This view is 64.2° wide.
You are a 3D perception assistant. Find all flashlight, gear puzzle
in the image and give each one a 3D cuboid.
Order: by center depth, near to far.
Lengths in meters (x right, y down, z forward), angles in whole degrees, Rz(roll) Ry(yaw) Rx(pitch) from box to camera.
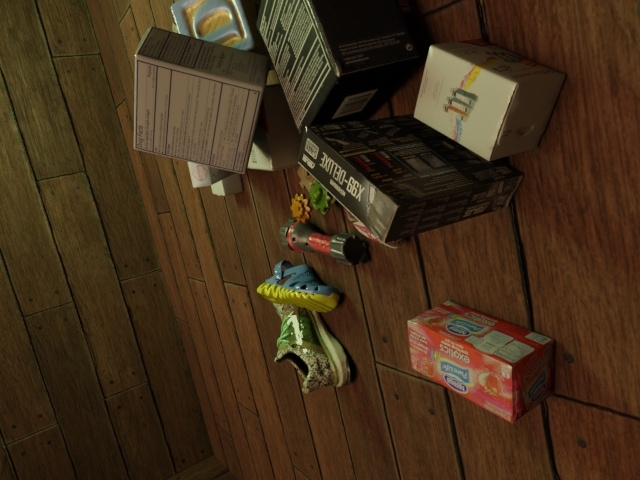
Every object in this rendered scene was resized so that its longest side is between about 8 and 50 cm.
[{"bbox_3d":[-0.011,-0.170,1.331,0.175,0.044,0.339,59,138,21],"label":"gear puzzle"},{"bbox_3d":[0.000,0.000,1.401,0.304,0.103,0.103,13,114,57],"label":"flashlight"}]

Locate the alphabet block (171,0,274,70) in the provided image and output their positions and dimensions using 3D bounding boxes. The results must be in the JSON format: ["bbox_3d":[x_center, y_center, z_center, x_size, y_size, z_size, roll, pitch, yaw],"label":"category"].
[{"bbox_3d":[-0.233,-0.533,1.328,0.192,0.197,0.193,-16,91,19],"label":"alphabet block"}]

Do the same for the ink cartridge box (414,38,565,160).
[{"bbox_3d":[0.265,-0.230,0.819,0.176,0.128,0.127,44,140,37],"label":"ink cartridge box"}]

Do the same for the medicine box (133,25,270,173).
[{"bbox_3d":[-0.292,-0.332,1.240,0.263,0.289,0.149,113,165,-45],"label":"medicine box"}]

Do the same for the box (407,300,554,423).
[{"bbox_3d":[0.306,0.225,0.998,0.257,0.128,0.123,18,121,53],"label":"box"}]

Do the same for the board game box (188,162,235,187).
[{"bbox_3d":[-0.344,-0.353,1.610,0.319,0.065,0.318,-60,-37,-70],"label":"board game box"}]

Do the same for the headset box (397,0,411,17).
[{"bbox_3d":[0.139,-0.461,0.994,0.062,0.032,0.083,-16,93,60],"label":"headset box"}]

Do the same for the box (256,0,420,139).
[{"bbox_3d":[0.019,-0.410,1.030,0.294,0.182,0.296,68,161,4],"label":"box"}]

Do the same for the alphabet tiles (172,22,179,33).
[{"bbox_3d":[-0.516,-0.694,1.955,0.237,0.009,0.198,47,141,35],"label":"alphabet tiles"}]

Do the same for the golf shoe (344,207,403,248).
[{"bbox_3d":[0.134,-0.034,1.215,0.186,0.067,0.086,43,166,38],"label":"golf shoe"}]

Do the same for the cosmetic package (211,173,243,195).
[{"bbox_3d":[-0.357,-0.284,1.845,0.117,0.085,0.231,16,121,55],"label":"cosmetic package"}]

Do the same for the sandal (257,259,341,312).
[{"bbox_3d":[-0.063,0.132,1.562,0.317,0.138,0.126,7,156,42],"label":"sandal"}]

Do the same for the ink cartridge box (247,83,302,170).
[{"bbox_3d":[-0.179,-0.329,1.483,0.306,0.131,0.226,18,121,54],"label":"ink cartridge box"}]

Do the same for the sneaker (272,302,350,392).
[{"bbox_3d":[-0.078,0.309,1.610,0.410,0.182,0.158,48,142,36],"label":"sneaker"}]

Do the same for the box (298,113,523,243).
[{"bbox_3d":[0.156,-0.125,0.879,0.242,0.307,0.077,47,137,35],"label":"box"}]
